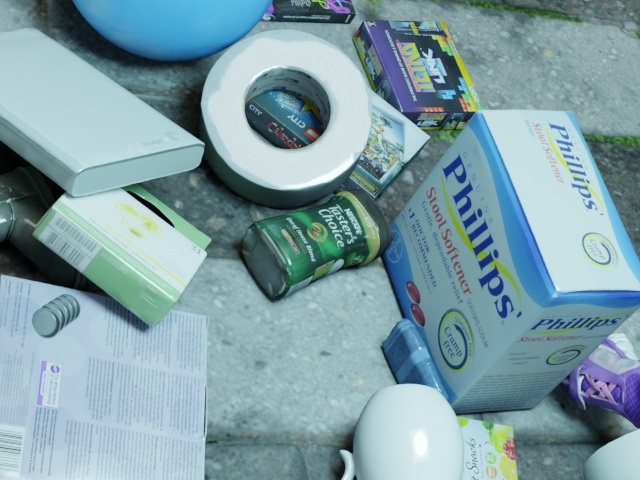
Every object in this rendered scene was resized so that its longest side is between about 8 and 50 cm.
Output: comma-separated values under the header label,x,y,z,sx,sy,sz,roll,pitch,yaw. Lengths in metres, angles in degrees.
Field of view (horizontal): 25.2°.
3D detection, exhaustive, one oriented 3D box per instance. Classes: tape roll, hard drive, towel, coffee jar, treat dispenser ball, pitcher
label,x,y,z,sx,sy,sz,roll,pitch,yaw
tape roll,-0.046,-0.156,1.831,0.219,0.072,0.219,2,72,-7
hard drive,-0.313,-0.159,1.685,0.308,0.040,0.203,35,31,27
towel,0.117,0.158,1.735,0.029,0.067,0.119,-8,60,-29
coffee jar,0.000,0.000,1.786,0.184,0.079,0.096,-21,67,-36
treat dispenser ball,-0.188,-0.373,1.830,0.288,0.288,0.288,13,52,-17
pitcher,0.074,0.271,1.607,0.178,0.125,0.207,1,60,-1

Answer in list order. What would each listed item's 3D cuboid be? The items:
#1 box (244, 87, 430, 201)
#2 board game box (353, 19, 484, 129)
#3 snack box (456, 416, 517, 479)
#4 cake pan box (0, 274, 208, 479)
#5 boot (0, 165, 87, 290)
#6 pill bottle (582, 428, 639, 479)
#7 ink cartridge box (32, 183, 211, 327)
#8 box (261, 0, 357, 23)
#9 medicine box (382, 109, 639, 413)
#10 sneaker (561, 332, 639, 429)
label,x,y,z,sx,sy,sz,roll,pitch,yaw
box,0.014,-0.159,1.933,0.233,0.044,0.159,39,49,5
board game box,0.140,-0.238,2.052,0.141,0.048,0.170,-3,58,-29
snack box,0.182,0.281,1.696,0.100,0.037,0.141,11,52,-17
cake pan box,-0.246,0.180,1.541,0.246,0.070,0.266,10,52,-17
boot,-0.386,0.002,1.598,0.209,0.076,0.189,-14,55,-39
pill bottle,0.439,0.397,1.627,0.204,0.204,0.361,-1,58,-27
ink cartridge box,-0.210,-0.018,1.649,0.171,0.056,0.235,38,29,-6
box,-0.038,-0.366,2.072,0.162,0.029,0.116,-3,59,-26
medicine box,0.225,0.028,1.735,0.149,0.289,0.263,-2,57,-28
sneaker,0.357,0.179,1.776,0.105,0.095,0.236,1,11,-10
